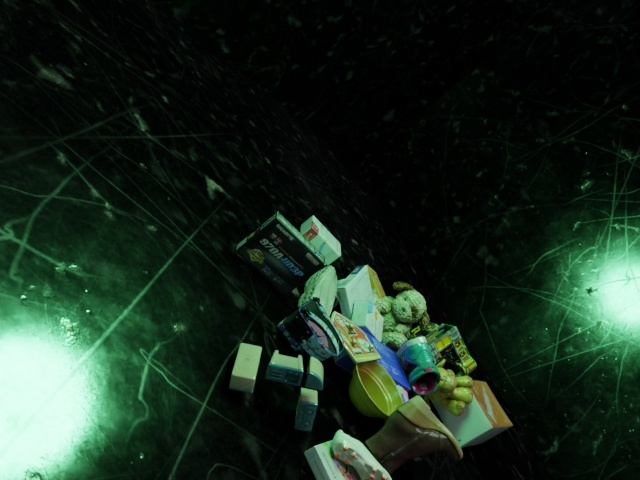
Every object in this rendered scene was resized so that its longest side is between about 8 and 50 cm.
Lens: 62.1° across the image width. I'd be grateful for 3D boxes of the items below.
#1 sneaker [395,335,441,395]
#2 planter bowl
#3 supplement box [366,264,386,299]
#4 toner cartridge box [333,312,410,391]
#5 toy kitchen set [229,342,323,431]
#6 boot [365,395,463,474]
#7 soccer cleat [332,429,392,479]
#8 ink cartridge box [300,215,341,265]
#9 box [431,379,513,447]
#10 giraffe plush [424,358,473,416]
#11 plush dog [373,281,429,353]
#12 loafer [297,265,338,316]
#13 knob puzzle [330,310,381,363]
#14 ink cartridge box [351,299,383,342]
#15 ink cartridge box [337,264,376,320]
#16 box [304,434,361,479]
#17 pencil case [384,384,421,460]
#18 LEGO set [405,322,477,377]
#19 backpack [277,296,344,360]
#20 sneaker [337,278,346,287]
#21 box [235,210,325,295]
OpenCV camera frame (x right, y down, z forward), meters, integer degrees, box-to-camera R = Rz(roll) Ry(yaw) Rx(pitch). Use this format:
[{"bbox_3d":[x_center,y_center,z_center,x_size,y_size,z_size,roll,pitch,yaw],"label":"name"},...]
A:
[{"bbox_3d":[0.352,0.478,1.935,0.296,0.123,0.179,93,-17,-61],"label":"sneaker"},{"bbox_3d":[0.150,0.461,1.599,0.217,0.090,0.217,41,21,-19],"label":"planter bowl"},{"bbox_3d":[0.226,0.216,2.327,0.078,0.080,0.234,41,18,-37],"label":"supplement box"},{"bbox_3d":[0.161,0.396,1.794,0.347,0.075,0.165,40,20,-36],"label":"toner cartridge box"},{"bbox_3d":[-0.105,0.355,1.217,0.206,0.166,0.122,12,23,-3],"label":"toy kitchen set"},{"bbox_3d":[0.264,0.582,1.495,0.248,0.207,0.090,51,-9,-11],"label":"boot"},{"bbox_3d":[0.104,0.529,1.266,0.196,0.068,0.076,46,15,-10],"label":"soccer cleat"},{"bbox_3d":[0.000,0.000,2.185,0.175,0.072,0.127,46,17,-17],"label":"ink cartridge box"},{"bbox_3d":[0.633,0.715,2.208,0.345,0.168,0.215,26,31,-55],"label":"box"},{"bbox_3d":[0.467,0.544,2.017,0.171,0.210,0.182,67,30,-43],"label":"giraffe plush"},{"bbox_3d":[0.326,0.296,2.152,0.263,0.225,0.210,59,18,14],"label":"plush dog"},{"bbox_3d":[0.005,0.183,1.784,0.112,0.112,0.319,54,24,-11],"label":"loafer"},{"bbox_3d":[0.101,0.291,1.652,0.213,0.030,0.213,37,19,-15],"label":"knob puzzle"},{"bbox_3d":[0.177,0.303,1.908,0.181,0.061,0.105,52,40,-44],"label":"ink cartridge box"},{"bbox_3d":[0.140,0.234,1.970,0.223,0.045,0.224,-36,116,-58],"label":"ink cartridge box"},{"bbox_3d":[0.050,0.548,1.261,0.186,0.038,0.145,19,36,-59],"label":"box"},{"bbox_3d":[0.250,0.563,1.647,0.104,0.104,0.236,41,19,-31],"label":"pencil case"},{"bbox_3d":[0.469,0.479,2.233,0.331,0.192,0.255,15,-48,63],"label":"LEGO set"},{"bbox_3d":[-0.018,0.268,1.517,0.173,0.116,0.158,52,17,3],"label":"backpack"},{"bbox_3d":[0.130,0.206,2.113,0.258,0.094,0.092,10,65,-62],"label":"sneaker"},{"bbox_3d":[-0.120,0.044,1.612,0.220,0.175,0.051,45,19,-23],"label":"box"}]
